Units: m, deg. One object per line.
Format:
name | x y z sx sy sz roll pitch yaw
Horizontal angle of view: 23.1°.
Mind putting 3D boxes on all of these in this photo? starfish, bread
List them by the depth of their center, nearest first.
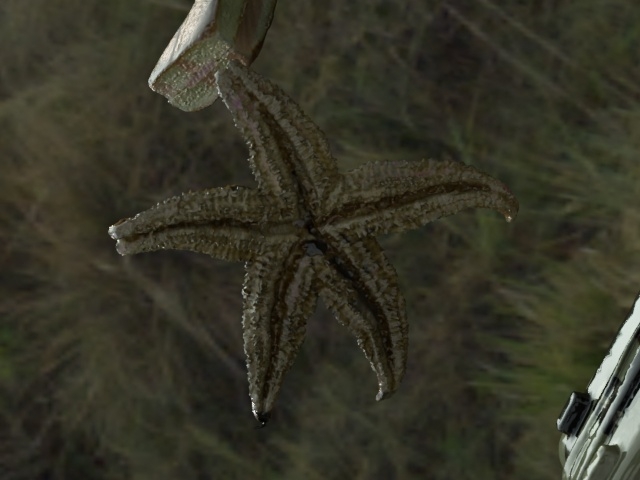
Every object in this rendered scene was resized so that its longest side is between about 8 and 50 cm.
starfish | 0.000 0.000 0.917 0.043 0.240 0.227 -111 14 -63
bread | -0.060 -0.127 0.967 0.109 0.043 0.062 -58 25 4

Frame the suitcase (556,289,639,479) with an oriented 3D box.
suitcase | 0.432 0.163 1.469 0.194 0.339 0.352 -107 40 -66
